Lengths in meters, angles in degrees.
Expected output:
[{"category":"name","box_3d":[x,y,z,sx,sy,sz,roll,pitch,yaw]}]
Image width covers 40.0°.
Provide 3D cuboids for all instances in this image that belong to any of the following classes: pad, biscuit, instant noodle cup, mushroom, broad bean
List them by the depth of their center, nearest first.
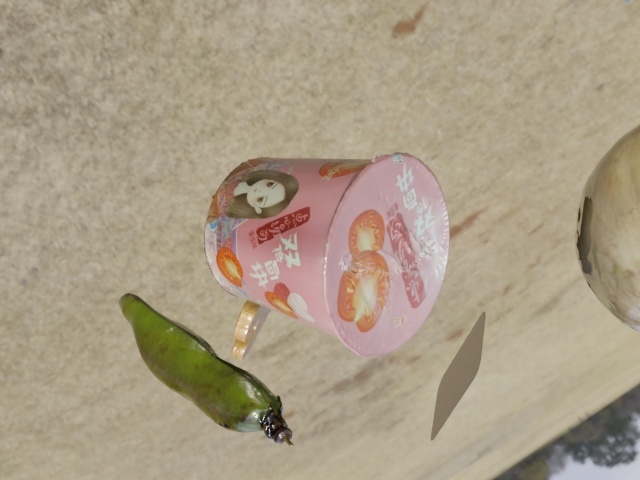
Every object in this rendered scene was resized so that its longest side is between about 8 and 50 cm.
[{"category":"mushroom","box_3d":[0.256,-0.029,0.575,0.189,0.195,0.253,-22,162,-4]},{"category":"broad bean","box_3d":[-0.145,0.156,1.039,0.061,0.339,0.077,-19,128,-46]},{"category":"instant noodle cup","box_3d":[0.000,0.000,1.091,0.243,0.231,0.242,-16,111,-47]},{"category":"biscuit","box_3d":[-0.081,0.077,1.413,0.236,0.040,0.144,-63,179,-31]},{"category":"pad","box_3d":[0.280,0.279,1.792,0.176,0.002,0.266,-71,-178,-48]}]

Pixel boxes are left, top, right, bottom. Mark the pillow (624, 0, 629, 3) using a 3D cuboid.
[{"category":"pillow","box_3d":[0.330,-0.410,1.003,0.078,0.253,0.144,-21,169,1]}]
